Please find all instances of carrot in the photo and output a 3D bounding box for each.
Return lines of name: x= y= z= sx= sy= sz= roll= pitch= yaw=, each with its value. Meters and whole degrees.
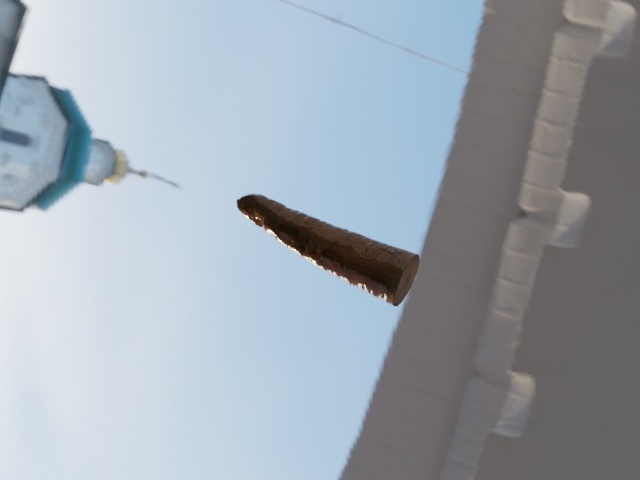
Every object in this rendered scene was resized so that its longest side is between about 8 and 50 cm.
carrot: x=0.000 y=0.000 z=1.322 sx=0.210 sy=0.061 sz=0.061 roll=25 pitch=-85 yaw=14
